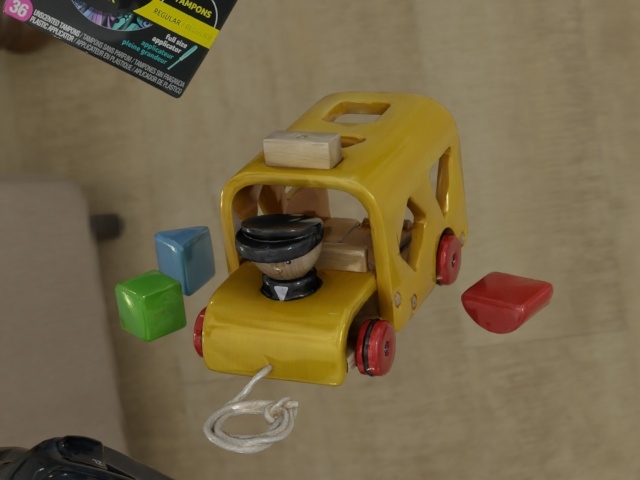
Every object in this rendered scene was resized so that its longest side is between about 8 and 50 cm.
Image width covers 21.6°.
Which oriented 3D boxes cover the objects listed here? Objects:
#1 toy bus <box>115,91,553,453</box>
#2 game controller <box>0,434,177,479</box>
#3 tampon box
[{"bbox_3d":[0.000,-0.005,0.830,0.202,0.191,0.104,-140,38,-60],"label":"toy bus"},{"bbox_3d":[-0.065,0.194,0.957,0.166,0.319,0.067,-16,51,46],"label":"game controller"},{"bbox_3d":[-0.100,-0.189,0.971,0.161,0.120,0.101,-59,24,14],"label":"tampon box"}]
